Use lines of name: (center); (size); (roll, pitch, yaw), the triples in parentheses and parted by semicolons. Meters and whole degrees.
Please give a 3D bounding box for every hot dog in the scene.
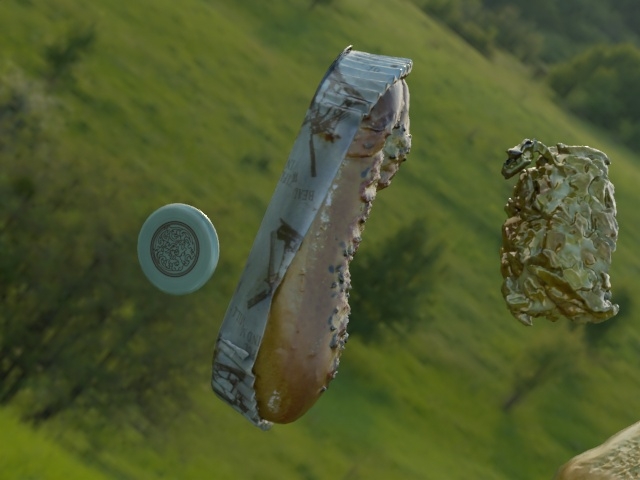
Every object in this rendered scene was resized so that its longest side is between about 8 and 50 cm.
hot dog: (0.000, 0.000, 0.763); (0.059, 0.191, 0.108); (19, 6, 4)

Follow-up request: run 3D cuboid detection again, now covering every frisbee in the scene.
frisbee: (-0.171, 0.011, 1.897); (0.110, 0.110, 0.014); (46, 18, 18)

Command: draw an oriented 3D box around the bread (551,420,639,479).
bread: (0.320, 0.197, 1.286); (0.173, 0.311, 0.121); (33, -35, 65)

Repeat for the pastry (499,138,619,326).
pastry: (0.267, -0.018, 1.831); (0.154, 0.102, 0.250); (14, 52, -12)
